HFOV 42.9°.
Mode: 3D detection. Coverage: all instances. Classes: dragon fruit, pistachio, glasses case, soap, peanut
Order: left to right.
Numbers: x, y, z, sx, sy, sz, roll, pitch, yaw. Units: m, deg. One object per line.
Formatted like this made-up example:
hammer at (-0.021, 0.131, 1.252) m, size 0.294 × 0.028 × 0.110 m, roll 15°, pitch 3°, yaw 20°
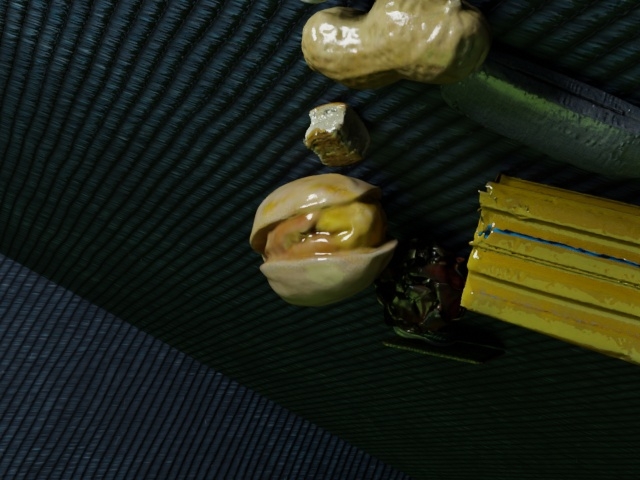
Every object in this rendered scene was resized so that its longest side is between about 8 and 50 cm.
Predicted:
pistachio at (0.000, 0.000, 1.393) m, size 0.230 × 0.230 × 0.309 m, roll 35°, pitch 150°, yaw -22°
peanut at (0.081, -0.235, 0.961) m, size 0.263 × 0.101 × 0.117 m, roll 2°, pitch 105°, yaw 45°
dragon fruit at (0.179, 0.080, 1.422) m, size 0.182 × 0.182 × 0.188 m, roll 24°, pitch -164°, yaw 2°
glasses case at (0.281, -0.151, 0.986) m, size 0.282 × 0.067 × 0.109 m, roll 22°, pitch 158°, yaw 2°
soap at (0.370, 0.039, 1.138) m, size 0.324 × 0.096 × 0.204 m, roll 17°, pitch 112°, yaw 19°

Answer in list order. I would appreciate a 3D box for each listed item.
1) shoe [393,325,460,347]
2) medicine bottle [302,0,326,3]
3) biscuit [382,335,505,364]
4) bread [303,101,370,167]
shoe at (0.225, 0.176, 1.707) m, size 0.143 × 0.064 × 0.071 m, roll 15°, pitch 133°, yaw 6°
medicine bottle at (-0.020, -0.358, 0.863) m, size 0.092 × 0.061 × 0.221 m, roll 37°, pitch 159°, yaw 19°
biscuit at (0.262, 0.228, 1.730) m, size 0.231 × 0.016 × 0.139 m, roll 7°, pitch -174°, yaw 34°
bread at (0.026, -0.158, 1.201) m, size 0.070 × 0.077 × 0.083 m, roll -11°, pitch 139°, yaw 35°
